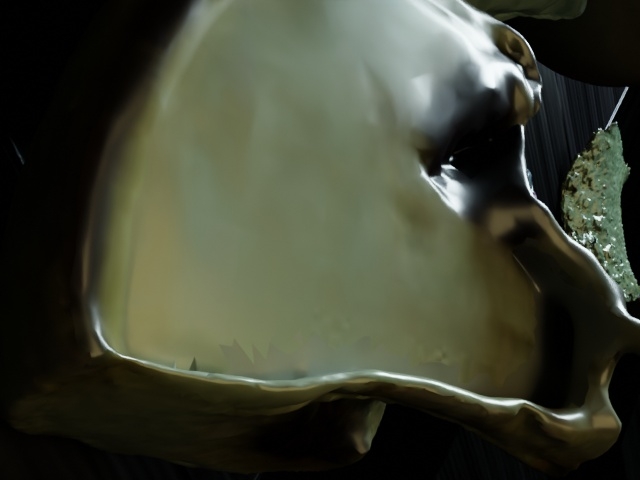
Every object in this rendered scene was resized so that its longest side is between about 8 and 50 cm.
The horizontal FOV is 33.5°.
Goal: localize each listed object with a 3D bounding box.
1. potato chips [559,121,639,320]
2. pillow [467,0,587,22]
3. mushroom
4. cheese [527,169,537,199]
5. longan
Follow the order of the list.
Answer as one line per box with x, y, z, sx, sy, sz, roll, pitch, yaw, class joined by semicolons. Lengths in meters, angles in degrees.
0.310;-0.008;1.133;0.228;0.059;0.167;44;48;-52;potato chips
0.038;-0.234;0.523;0.283;0.138;0.310;-22;120;-18;pillow
-0.005;-0.008;0.490;0.292;0.212;0.217;10;65;-27;mushroom
0.192;0.009;0.959;0.095;0.038;0.145;-35;117;-53;cheese
0.251;-0.226;0.882;0.212;0.198;0.198;-55;138;-37;longan
